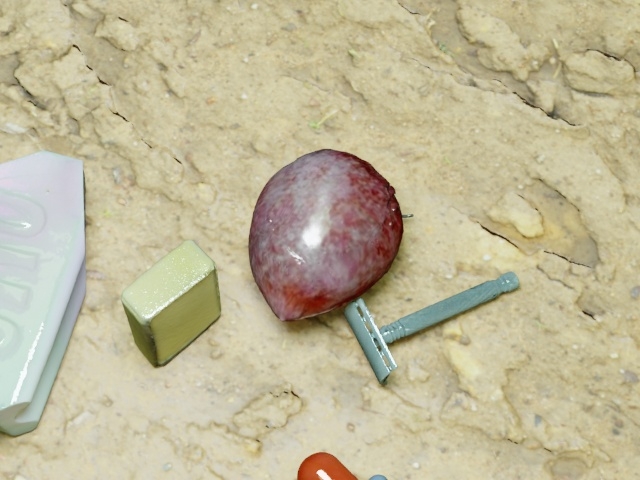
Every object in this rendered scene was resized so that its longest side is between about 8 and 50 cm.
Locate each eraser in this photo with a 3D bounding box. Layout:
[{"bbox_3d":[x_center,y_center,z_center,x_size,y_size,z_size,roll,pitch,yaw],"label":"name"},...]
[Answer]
[{"bbox_3d":[-0.182,0.080,1.666,0.117,0.172,0.058,-41,73,-17],"label":"eraser"}]

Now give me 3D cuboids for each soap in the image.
[{"bbox_3d":[-0.406,0.054,1.696,0.208,0.115,0.347,16,68,3],"label":"soap"}]

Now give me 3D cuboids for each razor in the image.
[{"bbox_3d":[0.155,0.095,1.748,0.232,0.068,0.106,-21,71,-18],"label":"razor"}]

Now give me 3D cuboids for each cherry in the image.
[{"bbox_3d":[0.000,0.000,1.707,0.192,0.175,0.249,29,61,-2],"label":"cherry"}]

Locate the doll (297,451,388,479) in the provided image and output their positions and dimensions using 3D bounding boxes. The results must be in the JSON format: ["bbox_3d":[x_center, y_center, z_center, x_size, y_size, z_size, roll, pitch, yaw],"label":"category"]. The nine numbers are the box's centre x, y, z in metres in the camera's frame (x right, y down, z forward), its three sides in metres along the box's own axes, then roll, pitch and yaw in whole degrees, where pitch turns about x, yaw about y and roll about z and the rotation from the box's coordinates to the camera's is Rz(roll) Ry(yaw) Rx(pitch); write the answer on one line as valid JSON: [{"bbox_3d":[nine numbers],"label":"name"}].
[{"bbox_3d":[0.064,0.376,1.585,0.161,0.130,0.290,-42,70,-15],"label":"doll"}]
